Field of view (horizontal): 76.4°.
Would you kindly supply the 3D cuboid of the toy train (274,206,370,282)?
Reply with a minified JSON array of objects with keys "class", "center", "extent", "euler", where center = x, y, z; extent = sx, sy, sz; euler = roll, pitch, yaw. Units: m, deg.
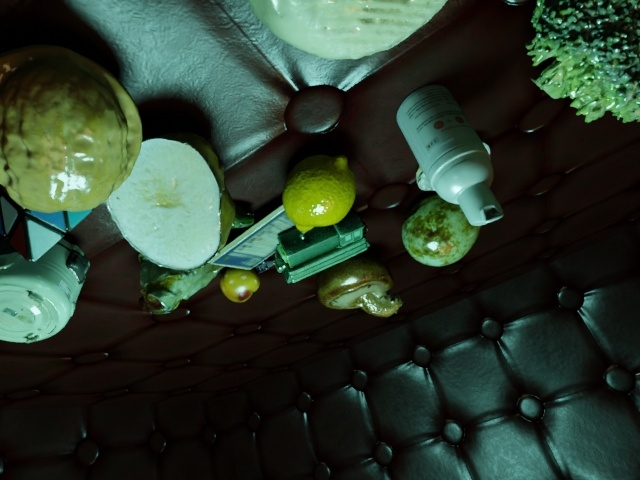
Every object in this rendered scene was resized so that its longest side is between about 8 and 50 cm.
[{"class":"toy train","center":[0.000,0.000,1.299],"extent":[0.330,0.138,0.178],"euler":[-24,151,-8]}]

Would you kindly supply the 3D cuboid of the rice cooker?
[{"class":"rice cooker","center":[-0.698,0.102,0.985],"extent":[0.226,0.244,0.226],"euler":[-6,123,-9]}]

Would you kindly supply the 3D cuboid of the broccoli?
[{"class":"broccoli","center":[0.615,-0.391,0.847],"extent":[0.338,0.277,0.317],"euler":[-17,174,17]}]

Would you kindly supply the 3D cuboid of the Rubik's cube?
[{"class":"Rubik's cube","center":[-0.534,-0.079,0.750],"extent":[0.284,0.234,0.250],"euler":[-4,149,-24]}]

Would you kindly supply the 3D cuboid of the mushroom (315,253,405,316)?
[{"class":"mushroom","center":[0.159,0.194,1.637],"extent":[0.345,0.259,0.345],"euler":[-15,152,-8]}]

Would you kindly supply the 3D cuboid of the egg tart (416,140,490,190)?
[{"class":"egg tart","center":[0.407,-0.209,1.229],"extent":[0.234,0.094,0.234],"euler":[-16,154,-8]}]

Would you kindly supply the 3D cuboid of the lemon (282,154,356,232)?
[{"class":"lemon","center":[-0.005,-0.121,1.045],"extent":[0.187,0.187,0.244],"euler":[3,136,-35]}]

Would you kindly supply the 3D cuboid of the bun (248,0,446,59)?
[{"class":"bun","center":[0.041,-0.415,0.515],"extent":[0.360,0.211,0.360],"euler":[-16,164,-5]}]

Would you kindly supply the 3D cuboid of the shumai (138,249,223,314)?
[{"class":"shumai","center":[-0.408,0.121,1.232],"extent":[0.272,0.203,0.222],"euler":[-7,152,-28]}]

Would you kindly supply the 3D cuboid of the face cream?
[{"class":"face cream","center":[0.303,-0.176,0.925],"extent":[0.145,0.369,0.145],"euler":[-13,152,-7]}]

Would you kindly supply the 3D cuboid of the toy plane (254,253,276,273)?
[{"class":"toy plane","center":[-0.185,0.084,1.465],"extent":[0.145,0.037,0.060],"euler":[-27,173,12]}]

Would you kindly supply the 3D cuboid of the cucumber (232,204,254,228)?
[{"class":"cucumber","center":[-0.286,-0.070,1.098],"extent":[0.227,0.069,0.069],"euler":[3,146,-32]}]

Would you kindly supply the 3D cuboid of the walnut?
[{"class":"walnut","center":[-0.411,-0.175,0.649],"extent":[0.257,0.224,0.257],"euler":[-23,139,-21]}]

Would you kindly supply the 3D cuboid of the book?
[{"class":"book","center":[-0.159,-0.009,1.262],"extent":[0.322,0.018,0.228],"euler":[-35,160,14]}]

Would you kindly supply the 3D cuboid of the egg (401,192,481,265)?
[{"class":"egg","center":[0.413,-0.049,1.379],"extent":[0.289,0.238,0.238],"euler":[-48,147,6]}]

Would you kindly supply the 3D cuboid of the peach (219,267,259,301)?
[{"class":"peach","center":[-0.286,0.148,1.435],"extent":[0.138,0.138,0.138],"euler":[-14,152,-8]}]

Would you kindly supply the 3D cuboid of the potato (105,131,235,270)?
[{"class":"potato","center":[-0.316,-0.108,0.901],"extent":[0.246,0.196,0.299],"euler":[1,122,-7]}]
